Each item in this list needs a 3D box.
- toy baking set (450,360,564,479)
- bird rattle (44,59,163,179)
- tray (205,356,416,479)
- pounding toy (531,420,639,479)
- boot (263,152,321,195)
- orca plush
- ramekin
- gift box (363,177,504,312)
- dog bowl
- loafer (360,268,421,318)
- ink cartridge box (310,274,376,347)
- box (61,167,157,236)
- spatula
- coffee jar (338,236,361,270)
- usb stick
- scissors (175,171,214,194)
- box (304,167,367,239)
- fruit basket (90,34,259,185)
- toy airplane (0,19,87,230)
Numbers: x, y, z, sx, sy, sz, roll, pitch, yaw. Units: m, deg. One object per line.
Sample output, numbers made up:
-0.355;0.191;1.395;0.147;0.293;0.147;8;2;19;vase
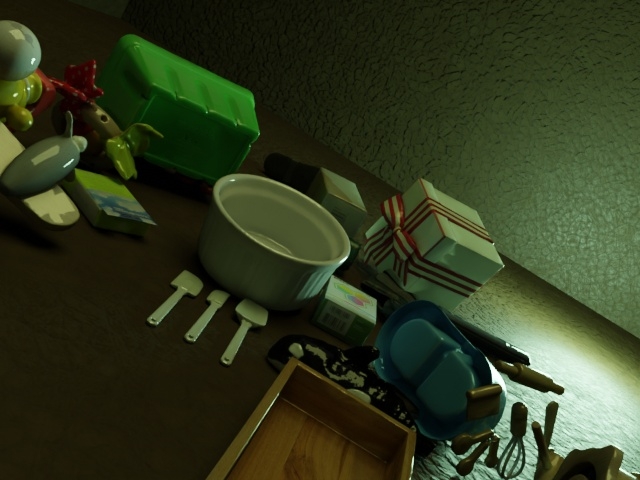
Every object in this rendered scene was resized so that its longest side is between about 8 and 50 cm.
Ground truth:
0.298;0.286;1.107;0.256;0.196;0.030;19;12;-33;toy baking set
-0.452;-0.216;1.376;0.253;0.207;0.143;40;53;-23;bird rattle
-0.009;0.277;0.788;0.203;0.076;0.411;31;14;5;tray
0.338;0.357;0.988;0.155;0.154;0.269;32;-19;7;pounding toy
-0.032;-0.184;2.264;0.305;0.112;0.115;32;4;18;boot
0.062;0.214;1.077;0.287;0.102;0.151;36;15;21;orca plush
-0.095;0.007;1.330;0.277;0.135;0.277;23;26;-12;ramekin
0.265;0.036;1.811;0.258;0.276;0.255;25;28;-31;gift box
0.205;0.226;1.220;0.074;0.166;0.297;34;10;-35;dog bowl
0.165;0.150;1.575;0.084;0.096;0.267;-12;24;-11;loafer
0.052;0.131;1.418;0.109;0.062;0.209;29;14;-1;ink cartridge box
-0.382;-0.066;1.281;0.109;0.042;0.178;13;22;-47;box
-0.173;0.116;1.121;0.168;0.019;0.242;30;14;-3;spatula
0.000;0.000;1.708;0.185;0.079;0.096;28;-8;-7;coffee jar
0.393;0.240;1.752;0.278;0.045;0.077;28;15;-6;usb stick
-0.334;-0.188;1.848;0.109;0.021;0.297;21;16;-22;scissors
0.029;-0.086;1.951;0.121;0.147;0.311;27;13;-11;box
-0.368;-0.301;1.665;0.392;0.282;0.392;31;18;-11;fruit basket
-0.531;-0.219;1.038;0.386;0.272;0.384;32;26;-47;toy airplane
